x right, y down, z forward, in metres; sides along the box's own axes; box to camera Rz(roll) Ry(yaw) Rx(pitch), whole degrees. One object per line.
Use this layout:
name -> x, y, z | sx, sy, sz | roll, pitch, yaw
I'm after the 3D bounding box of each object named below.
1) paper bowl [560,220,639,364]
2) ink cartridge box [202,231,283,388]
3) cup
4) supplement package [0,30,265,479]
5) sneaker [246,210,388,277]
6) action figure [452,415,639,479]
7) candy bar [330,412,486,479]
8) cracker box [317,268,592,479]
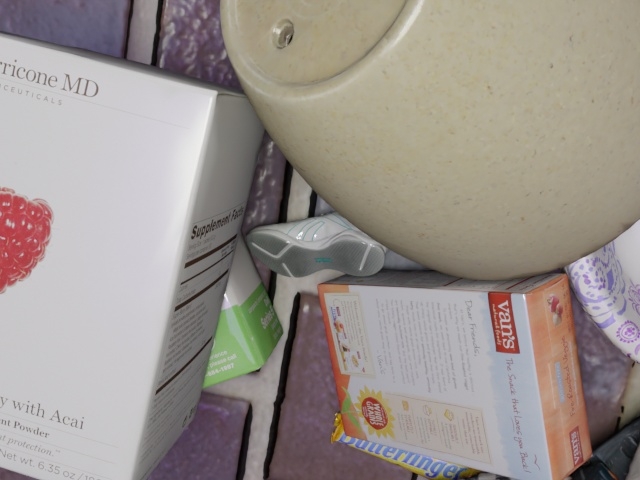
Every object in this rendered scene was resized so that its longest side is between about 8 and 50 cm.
paper bowl -> 0.333, -0.029, 0.643 | 0.284, 0.148, 0.284 | 2, 100, 10
ink cartridge box -> -0.182, 0.013, 0.751 | 0.198, 0.115, 0.272 | -20, 96, 11
cup -> 0.071, -0.147, 0.547 | 0.331, 0.237, 0.331 | -8, 77, 39
supplement package -> -0.169, 0.010, 0.598 | 0.178, 0.175, 0.292 | 15, 101, 6
sneaker -> 0.000, 0.000, 0.754 | 0.152, 0.061, 0.053 | 2, 131, 28
action figure -> 0.252, 0.211, 0.658 | 0.330, 0.341, 0.178 | -30, 58, 7
candy bar -> 0.086, 0.216, 0.793 | 0.162, 0.018, 0.040 | 22, 102, 4
cracker box -> 0.108, 0.107, 0.683 | 0.232, 0.067, 0.155 | 0, 103, 49
